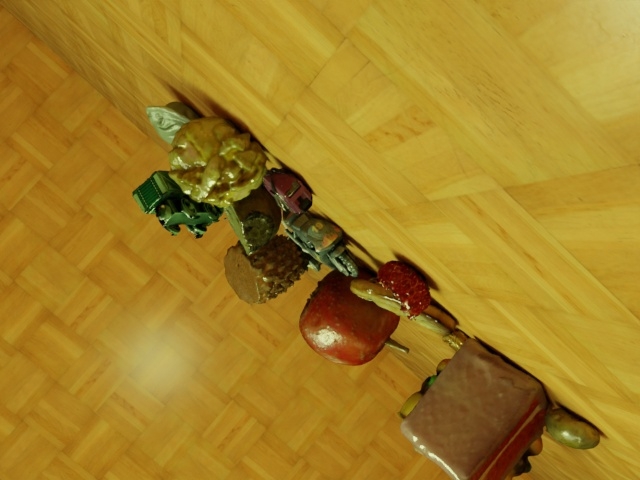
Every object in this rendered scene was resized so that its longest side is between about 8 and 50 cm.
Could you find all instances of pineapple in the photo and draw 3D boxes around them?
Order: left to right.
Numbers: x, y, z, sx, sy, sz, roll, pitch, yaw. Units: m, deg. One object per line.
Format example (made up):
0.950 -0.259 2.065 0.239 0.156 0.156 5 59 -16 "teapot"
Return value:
-0.109 0.055 2.177 0.223 0.357 0.223 28 129 42 "pineapple"

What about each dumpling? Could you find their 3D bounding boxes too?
-0.379 -0.330 1.938 0.219 0.152 0.108 28 -131 -49 "dumpling"

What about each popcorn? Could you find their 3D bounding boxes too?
-0.252 -0.186 1.686 0.259 0.212 0.259 42 180 0 "popcorn"

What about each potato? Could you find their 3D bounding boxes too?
0.573 0.436 1.601 0.091 0.070 0.138 43 172 -22 "potato"

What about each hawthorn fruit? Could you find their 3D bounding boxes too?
0.111 0.236 2.015 0.330 0.287 0.287 30 171 6 "hawthorn fruit"

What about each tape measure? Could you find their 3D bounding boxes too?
-0.080 -0.120 1.664 0.118 0.074 0.125 36 169 41 "tape measure"

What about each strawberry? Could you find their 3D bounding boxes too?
0.189 0.105 1.560 0.145 0.086 0.145 41 171 8 "strawberry"

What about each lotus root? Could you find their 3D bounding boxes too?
-0.201 -0.106 1.947 0.260 0.149 0.267 44 162 56 "lotus root"

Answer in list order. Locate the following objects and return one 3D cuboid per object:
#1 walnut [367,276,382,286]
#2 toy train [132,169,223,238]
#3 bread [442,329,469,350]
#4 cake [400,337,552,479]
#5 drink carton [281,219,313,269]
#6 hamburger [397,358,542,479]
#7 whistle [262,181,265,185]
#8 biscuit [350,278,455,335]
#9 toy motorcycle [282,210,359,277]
0.169 0.138 1.899 0.079 0.082 0.096 -4 140 39 "walnut"
-0.357 -0.092 1.800 0.154 0.115 0.269 52 -159 13 "toy train"
0.359 0.264 1.798 0.083 0.044 0.111 37 174 3 "bread"
0.380 0.433 1.695 0.230 0.309 0.237 38 175 42 "cake"
-0.082 0.017 2.480 0.200 0.074 0.084 41 172 -7 "drink carton"
0.444 0.530 1.993 0.396 0.277 0.396 43 174 5 "hamburger"
-0.142 -0.165 1.874 0.035 0.035 0.100 42 171 -10 "whistle"
0.202 0.160 1.759 0.299 0.045 0.154 23 166 20 "biscuit"
0.000 0.000 1.883 0.173 0.108 0.307 56 167 -31 "toy motorcycle"
